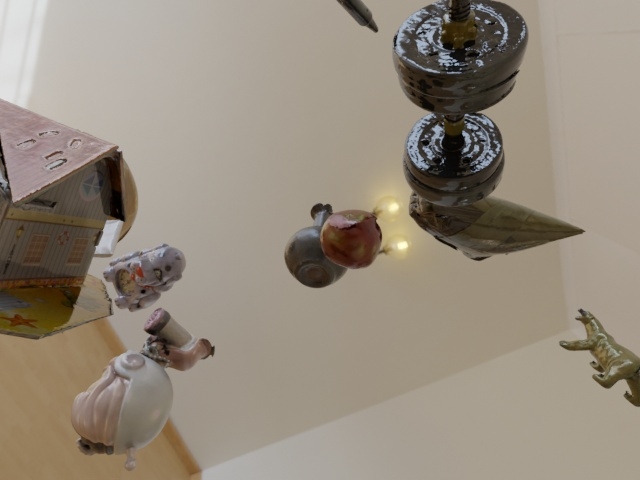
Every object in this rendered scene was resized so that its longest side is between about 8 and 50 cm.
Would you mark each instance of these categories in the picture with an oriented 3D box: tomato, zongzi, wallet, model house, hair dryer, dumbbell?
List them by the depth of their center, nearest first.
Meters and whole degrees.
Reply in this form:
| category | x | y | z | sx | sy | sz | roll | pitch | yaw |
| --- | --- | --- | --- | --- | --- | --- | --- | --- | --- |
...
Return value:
| category | x | y | z | sx | sy | sz | roll | pitch | yaw |
| --- | --- | --- | --- | --- | --- | --- | --- | --- | --- |
| model house | -0.235 | -0.036 | 0.339 | 0.207 | 0.219 | 0.136 | 22 | 88 | -79 |
| tomato | 0.043 | -0.005 | 0.609 | 0.087 | 0.087 | 0.075 | -114 | -150 | -55 |
| wallet | -0.338 | -0.004 | 0.701 | 0.083 | 0.044 | 0.011 | -99 | -171 | -46 |
| dumbbell | 0.217 | -0.208 | 0.723 | 0.388 | 0.185 | 0.185 | 70 | -2 | -56 |
| hair dryer | 0.028 | -0.409 | 0.764 | 0.195 | 0.173 | 0.050 | 23 | 77 | -64 |
| zongzi | 0.406 | -0.062 | 1.074 | 0.317 | 0.289 | 0.154 | -9 | -115 | 53 |

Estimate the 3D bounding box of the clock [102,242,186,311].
| category | x | y | z | sx | sy | sz | roll | pitch | yaw |
| --- | --- | --- | --- | --- | --- | --- | --- | --- | --- |
| clock | -0.510 | 0.096 | 1.361 | 0.188 | 0.253 | 0.189 | 30 | 48 | -40 |

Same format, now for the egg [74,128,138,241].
| category | x | y | z | sx | sy | sz | roll | pitch | yaw |
| --- | --- | --- | --- | --- | --- | --- | --- | --- | --- |
| egg | -0.449 | -0.085 | 0.844 | 0.244 | 0.201 | 0.201 | 84 | -13 | -48 |

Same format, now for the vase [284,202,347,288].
| category | x | y | z | sx | sy | sz | roll | pitch | yaw |
| --- | --- | --- | --- | --- | --- | --- | --- | --- | --- |
| vase | 0.000 | 0.000 | 0.840 | 0.183 | 0.120 | 0.120 | -79 | 158 | -47 |

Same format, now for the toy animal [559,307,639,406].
| category | x | y | z | sx | sy | sz | roll | pitch | yaw |
| --- | --- | --- | --- | --- | --- | --- | --- | --- | --- |
| toy animal | 0.643 | 0.254 | 1.012 | 0.103 | 0.101 | 0.219 | 24 | 19 | -18 |

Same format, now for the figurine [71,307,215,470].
| category | x | y | z | sx | sy | sz | roll | pitch | yaw |
| --- | --- | --- | --- | --- | --- | --- | --- | --- | --- |
| figurine | -0.455 | 0.365 | 1.149 | 0.361 | 0.210 | 0.253 | -56 | 157 | -46 |
